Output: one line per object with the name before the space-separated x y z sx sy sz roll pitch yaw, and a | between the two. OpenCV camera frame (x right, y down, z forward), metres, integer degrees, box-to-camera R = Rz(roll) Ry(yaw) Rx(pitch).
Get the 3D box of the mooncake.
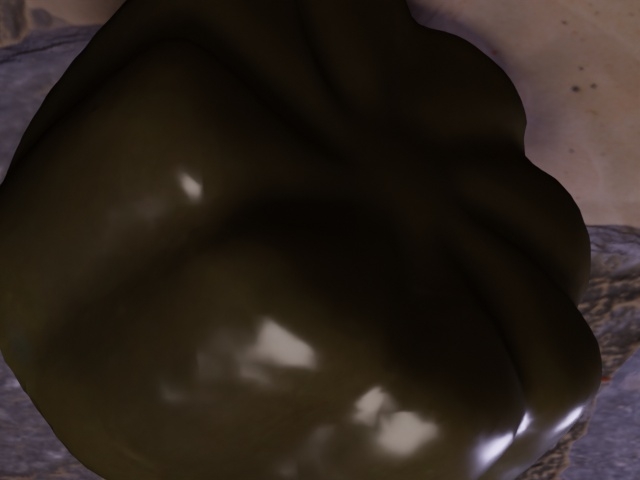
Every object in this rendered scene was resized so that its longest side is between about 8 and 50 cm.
mooncake | 0.000 0.000 0.878 0.378 0.378 0.201 29 132 -19
